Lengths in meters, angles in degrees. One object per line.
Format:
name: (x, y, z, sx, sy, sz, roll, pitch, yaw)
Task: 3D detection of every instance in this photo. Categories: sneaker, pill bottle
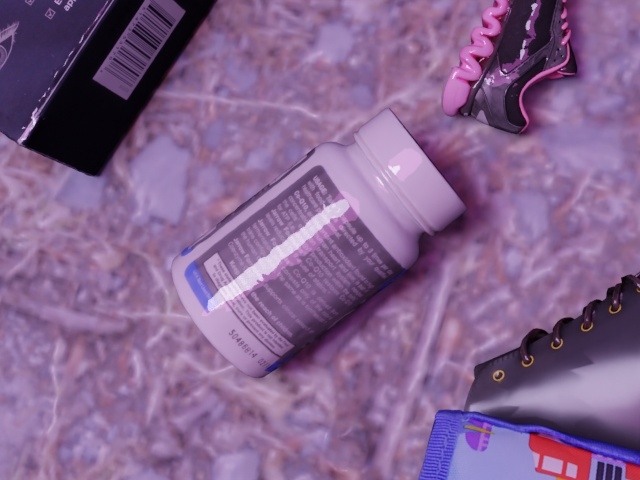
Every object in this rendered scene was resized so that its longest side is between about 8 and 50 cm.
sneaker: (0.138, 0.038, 0.515, 0.118, 0.083, 0.222, 16, 88, 17)
sneaker: (0.110, -0.108, 0.568, 0.057, 0.047, 0.119, 29, 98, 11)
pill bottle: (0.000, 0.000, 0.561, 0.137, 0.078, 0.078, -37, 75, 8)

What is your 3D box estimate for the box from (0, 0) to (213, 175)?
box: (-0.156, -0.147, 0.616, 0.158, 0.093, 0.156, 35, 91, 16)

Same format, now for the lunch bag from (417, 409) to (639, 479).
lunch bag: (0.123, 0.206, 0.418, 0.220, 0.138, 0.293, 13, 79, 11)
